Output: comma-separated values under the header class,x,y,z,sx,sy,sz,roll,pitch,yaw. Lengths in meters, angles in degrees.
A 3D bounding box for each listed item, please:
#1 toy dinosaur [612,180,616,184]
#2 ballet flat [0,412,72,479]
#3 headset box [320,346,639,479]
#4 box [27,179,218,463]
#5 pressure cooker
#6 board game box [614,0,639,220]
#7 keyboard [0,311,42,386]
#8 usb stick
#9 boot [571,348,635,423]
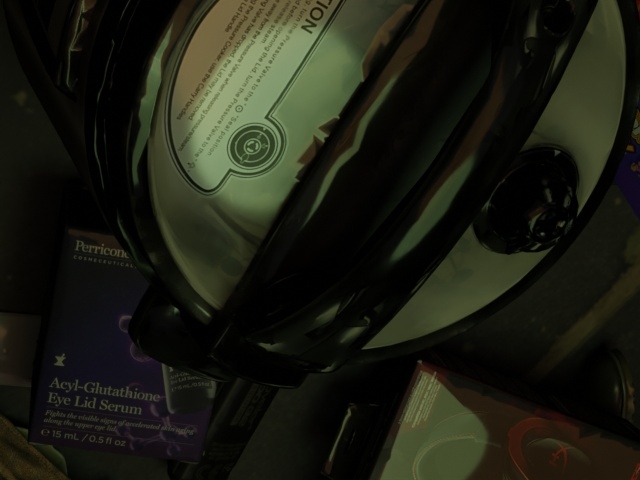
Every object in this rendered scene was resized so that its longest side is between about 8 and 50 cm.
class,x,y,z,sx,sy,sz,roll,pitch,yaw
toy dinosaur,0.287,-0.091,1.423,0.160,0.313,0.121,28,97,6
ballet flat,-0.231,0.251,1.467,0.107,0.106,0.316,-25,126,22
headset box,0.145,0.237,1.552,0.293,0.110,0.218,22,96,-12
box,-0.159,0.069,1.365,0.153,0.108,0.207,8,112,-12
pressure cooker,0.005,-0.130,1.055,0.375,0.420,0.370,-17,125,-14
board game box,0.297,-0.148,1.316,0.347,0.078,0.233,54,49,-12
keyboard,-0.213,0.103,1.449,0.256,0.014,0.072,7,111,-26
usb stick,-0.059,0.114,1.494,0.077,0.045,0.278,7,118,-50
boot,0.209,0.201,1.653,0.208,0.076,0.190,0,117,-15
